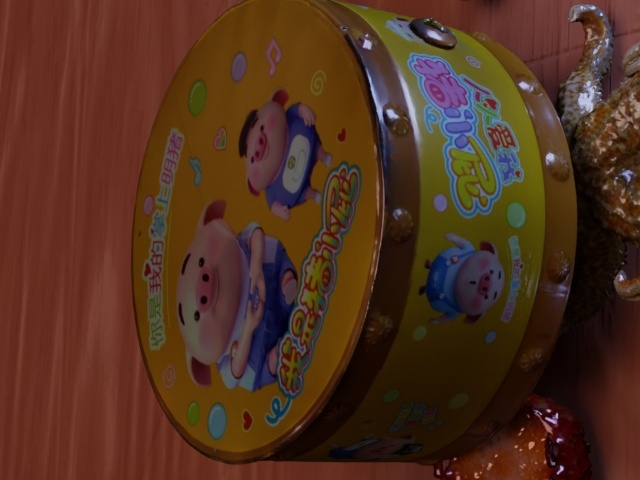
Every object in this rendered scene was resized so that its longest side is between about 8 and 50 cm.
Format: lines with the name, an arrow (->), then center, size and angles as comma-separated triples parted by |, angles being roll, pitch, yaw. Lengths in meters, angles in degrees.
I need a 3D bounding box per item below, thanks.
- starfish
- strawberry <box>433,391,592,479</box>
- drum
starfish -> 0.226, -0.065, 1.403 | 0.303, 0.113, 0.311 | -8, 79, 56
strawberry -> 0.180, 0.205, 1.417 | 0.145, 0.086, 0.145 | -8, 78, 46
drum -> 0.017, -0.006, 1.413 | 0.431, 0.214, 0.431 | -15, 72, 54
